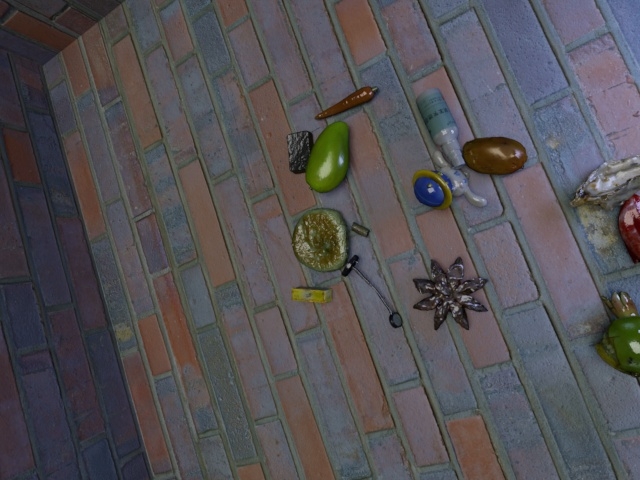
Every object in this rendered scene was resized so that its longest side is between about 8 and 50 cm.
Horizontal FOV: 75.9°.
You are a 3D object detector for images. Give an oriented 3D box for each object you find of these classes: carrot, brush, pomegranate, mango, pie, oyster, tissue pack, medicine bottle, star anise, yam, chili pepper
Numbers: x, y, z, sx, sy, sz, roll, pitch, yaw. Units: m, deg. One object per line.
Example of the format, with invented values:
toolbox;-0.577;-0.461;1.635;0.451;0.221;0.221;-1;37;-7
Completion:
carrot;0.119;-0.633;1.913;0.336;0.069;0.069;-21;82;24
brush;-0.097;-0.430;1.997;0.123;0.059;0.197;-7;87;23
pomegranate;1.103;0.327;1.446;0.236;0.236;0.302;-7;60;22
mango;0.696;-0.347;1.647;0.248;0.151;0.156;16;64;27
pie;0.000;0.000;1.956;0.323;0.070;0.323;0;91;25
oyster;1.084;-0.210;1.491;0.341;0.110;0.166;-42;43;14
tissue pack;-0.041;0.258;1.954;0.176;0.095;0.062;0;91;21
medicine bottle;0.510;-0.460;1.707;0.110;0.110;0.352;-24;74;20
star anise;0.535;0.227;1.714;0.331;0.117;0.332;-2;84;25
yam;0.180;-0.050;1.894;0.094;0.043;0.043;28;100;18
mango;0.046;-0.384;1.889;0.192;0.156;0.343;19;95;18
chili pepper;1.155;-0.043;1.483;0.253;0.136;0.144;70;155;19

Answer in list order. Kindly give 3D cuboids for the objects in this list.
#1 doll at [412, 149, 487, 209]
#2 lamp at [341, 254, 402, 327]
doll;0.522;-0.202;1.701;0.311;0.242;0.160;41;138;17
lamp;0.230;0.242;1.868;0.371;0.130;0.108;51;130;1
